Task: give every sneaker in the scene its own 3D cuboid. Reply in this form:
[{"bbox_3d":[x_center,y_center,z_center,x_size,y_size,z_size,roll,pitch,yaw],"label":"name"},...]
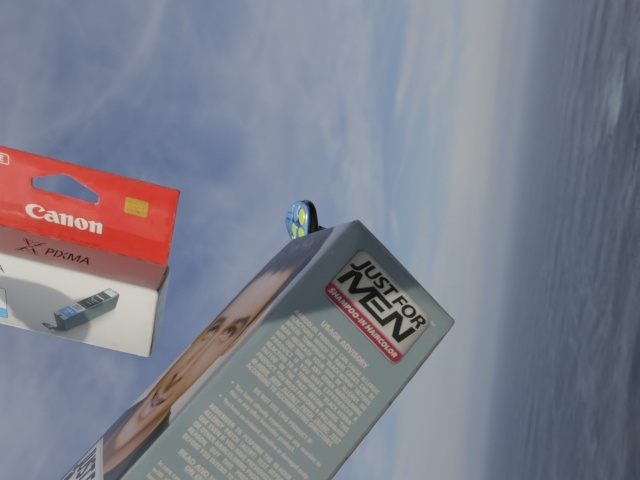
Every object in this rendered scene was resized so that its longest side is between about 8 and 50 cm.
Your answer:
[{"bbox_3d":[0.000,0.000,0.984,0.067,0.078,0.188,48,167,44],"label":"sneaker"}]

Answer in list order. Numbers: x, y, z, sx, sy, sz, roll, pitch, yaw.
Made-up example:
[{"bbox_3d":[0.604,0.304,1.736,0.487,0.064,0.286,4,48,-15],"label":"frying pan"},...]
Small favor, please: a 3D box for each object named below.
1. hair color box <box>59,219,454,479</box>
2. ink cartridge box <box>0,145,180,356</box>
[{"bbox_3d":[-0.087,0.160,0.476,0.374,0.113,0.185,-47,11,-17],"label":"hair color box"},{"bbox_3d":[-0.353,0.019,0.843,0.066,0.296,0.261,-83,9,-53],"label":"ink cartridge box"}]
